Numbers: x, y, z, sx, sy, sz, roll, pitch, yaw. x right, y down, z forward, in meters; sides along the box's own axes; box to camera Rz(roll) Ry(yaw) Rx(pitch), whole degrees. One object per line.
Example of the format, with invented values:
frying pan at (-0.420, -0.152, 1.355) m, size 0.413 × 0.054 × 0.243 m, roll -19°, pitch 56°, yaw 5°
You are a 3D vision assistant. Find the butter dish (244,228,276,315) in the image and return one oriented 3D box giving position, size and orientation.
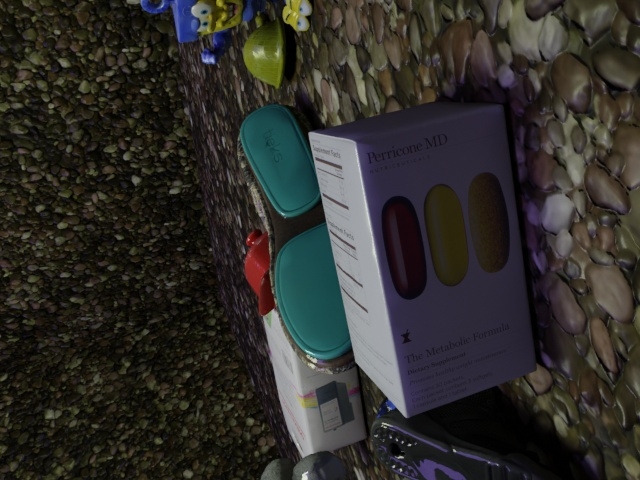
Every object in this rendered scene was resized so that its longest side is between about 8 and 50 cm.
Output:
butter dish at (-0.078, 0.026, 1.163) m, size 0.118 × 0.160 × 0.160 m, roll 39°, pitch 153°, yaw 18°

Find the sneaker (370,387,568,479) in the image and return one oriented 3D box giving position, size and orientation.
sneaker at (0.175, 0.206, 0.665) m, size 0.227 × 0.130 × 0.087 m, roll 14°, pitch 119°, yaw 41°

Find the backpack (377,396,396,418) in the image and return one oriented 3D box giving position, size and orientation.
backpack at (0.122, 0.217, 0.812) m, size 0.120 × 0.097 × 0.101 m, roll 108°, pitch 139°, yaw -64°

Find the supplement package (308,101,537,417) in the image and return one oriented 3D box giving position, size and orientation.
supplement package at (0.091, 0.007, 0.618) m, size 0.134 × 0.138 × 0.244 m, roll -145°, pitch 40°, yaw -69°

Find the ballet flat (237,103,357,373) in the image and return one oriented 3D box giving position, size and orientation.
ballet flat at (0.000, 0.000, 0.977) m, size 0.182 × 0.163 × 0.483 m, roll 58°, pitch -171°, yaw -51°

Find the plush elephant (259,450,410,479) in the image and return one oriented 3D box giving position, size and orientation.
plush elephant at (0.085, 0.439, 0.947) m, size 0.272 × 0.255 × 0.330 m, roll 122°, pitch 138°, yaw -58°

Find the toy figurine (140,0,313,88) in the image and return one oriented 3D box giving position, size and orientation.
toy figurine at (-0.148, -0.351, 0.948) m, size 0.362 × 0.217 × 0.191 m, roll 118°, pitch 133°, yaw -69°

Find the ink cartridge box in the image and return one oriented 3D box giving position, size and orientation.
ink cartridge box at (-0.012, 0.260, 1.296) m, size 0.207 × 0.119 × 0.354 m, roll -135°, pitch 33°, yaw -60°
